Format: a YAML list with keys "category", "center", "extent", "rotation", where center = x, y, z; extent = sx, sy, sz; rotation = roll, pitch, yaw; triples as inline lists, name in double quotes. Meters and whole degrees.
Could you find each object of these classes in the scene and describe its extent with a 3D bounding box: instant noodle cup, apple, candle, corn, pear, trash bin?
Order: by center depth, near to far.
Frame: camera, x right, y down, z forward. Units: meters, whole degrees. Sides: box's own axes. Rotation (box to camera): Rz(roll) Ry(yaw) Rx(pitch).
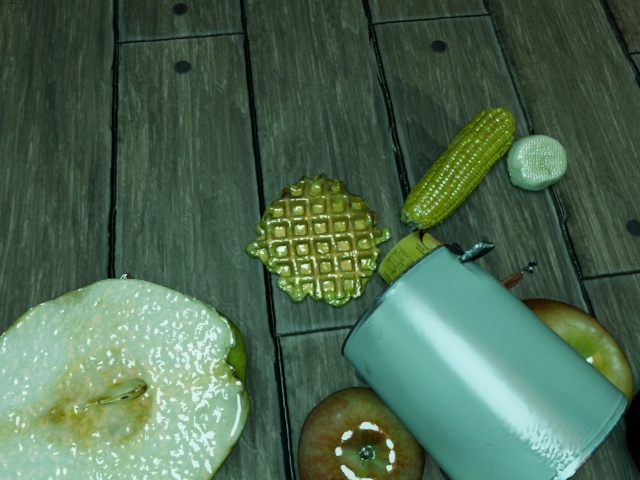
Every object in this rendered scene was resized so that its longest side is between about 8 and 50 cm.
- category: "trash bin"
  center: [0.190, 0.167, 0.615]
  extent: [0.262, 0.217, 0.277]
  rotation: [45, 114, 24]
- category: "apple"
  center: [0.058, 0.310, 0.718]
  extent: [0.188, 0.174, 0.188]
  rotation: [1, 66, -3]
- category: "pear"
  center: [-0.293, 0.241, 0.723]
  extent: [0.386, 0.191, 0.340]
  rotation: [-11, 73, -7]
- category: "apple"
  center: [0.353, 0.203, 0.777]
  extent: [0.235, 0.173, 0.210]
  rotation: [44, 65, 6]
- category: "instant noodle cup"
  center: [0.179, 0.063, 0.844]
  extent: [0.151, 0.151, 0.122]
  rotation: [-36, 62, -15]
- category: "candle"
  center: [0.330, 0.085, 0.898]
  extent: [0.167, 0.021, 0.026]
  rotation: [-28, 50, -11]
- category: "corn"
  center: [0.267, -0.136, 0.940]
  extent: [0.102, 0.102, 0.313]
  rotation: [37, 72, 12]

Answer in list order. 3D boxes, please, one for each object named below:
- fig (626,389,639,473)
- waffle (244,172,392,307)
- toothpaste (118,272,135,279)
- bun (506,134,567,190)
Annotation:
- category: "fig"
  center: [0.567, 0.264, 0.757]
  extent: [0.203, 0.186, 0.250]
  rotation: [-18, 62, 10]
- category: "waffle"
  center: [0.000, 0.000, 0.907]
  extent: [0.237, 0.059, 0.243]
  rotation: [34, 74, 8]
- category: "toothpaste"
  center: [-0.260, 0.136, 0.849]
  extent: [0.239, 0.039, 0.062]
  rotation: [28, 77, 11]
- category: "bun"
  center: [0.418, -0.150, 0.964]
  extent: [0.115, 0.069, 0.115]
  rotation: [0, 88, -4]
